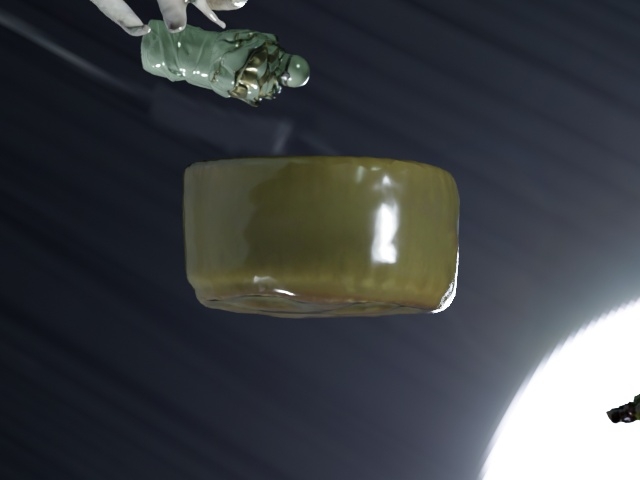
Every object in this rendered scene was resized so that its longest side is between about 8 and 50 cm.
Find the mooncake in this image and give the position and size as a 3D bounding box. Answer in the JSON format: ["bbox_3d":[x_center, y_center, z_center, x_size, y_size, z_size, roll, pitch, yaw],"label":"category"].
[{"bbox_3d":[0.000,0.000,1.953,0.284,0.284,0.156,22,71,-76],"label":"mooncake"}]

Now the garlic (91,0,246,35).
[{"bbox_3d":[-0.123,-0.209,0.892,0.210,0.292,0.237,-23,123,-5],"label":"garlic"}]

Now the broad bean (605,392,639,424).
[{"bbox_3d":[0.271,0.145,1.296,0.061,0.195,0.046,-33,127,-16],"label":"broad bean"}]

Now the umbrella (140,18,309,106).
[{"bbox_3d":[-0.079,-0.148,1.624,0.067,0.143,0.062,-71,166,-48],"label":"umbrella"}]
